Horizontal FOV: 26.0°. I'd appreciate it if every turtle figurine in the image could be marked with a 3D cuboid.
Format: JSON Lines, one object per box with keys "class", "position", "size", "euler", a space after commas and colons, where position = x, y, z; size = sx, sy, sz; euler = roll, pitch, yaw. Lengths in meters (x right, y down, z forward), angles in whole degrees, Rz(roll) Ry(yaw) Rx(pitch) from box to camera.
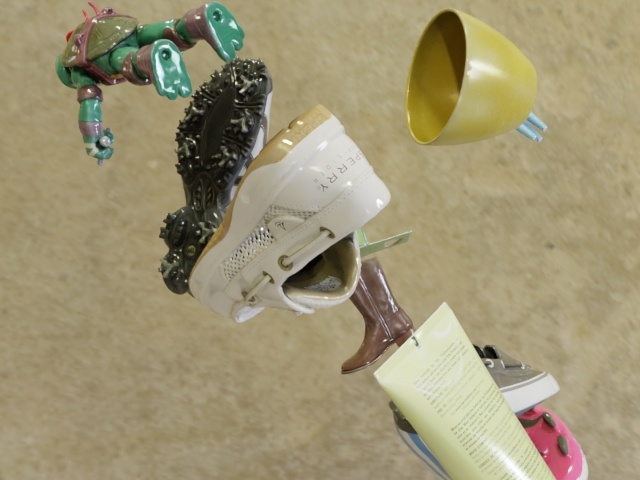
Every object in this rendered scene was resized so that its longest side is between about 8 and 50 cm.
{"class": "turtle figurine", "position": [-0.186, -0.162, 1.315], "size": [0.234, 0.118, 0.175], "euler": [-7, 47, 49]}

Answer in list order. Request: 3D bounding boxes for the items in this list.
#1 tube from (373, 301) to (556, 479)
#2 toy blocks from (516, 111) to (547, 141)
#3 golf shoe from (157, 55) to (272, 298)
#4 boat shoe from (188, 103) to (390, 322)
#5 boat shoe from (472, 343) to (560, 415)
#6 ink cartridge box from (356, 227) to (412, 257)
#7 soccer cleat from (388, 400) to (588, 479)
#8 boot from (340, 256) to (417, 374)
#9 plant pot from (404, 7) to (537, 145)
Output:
{"class": "tube", "position": [0.130, 0.166, 1.013], "size": [0.062, 0.070, 0.240], "euler": [-32, 101, 11]}
{"class": "toy blocks", "position": [0.187, -0.171, 1.575], "size": [0.148, 0.123, 0.054], "euler": [41, 97, 24]}
{"class": "golf shoe", "position": [-0.071, -0.048, 1.118], "size": [0.077, 0.094, 0.198], "euler": [16, 91, 34]}
{"class": "boat shoe", "position": [-0.020, 0.012, 0.959], "size": [0.096, 0.277, 0.098], "euler": [44, 67, 6]}
{"class": "boat shoe", "position": [0.142, 0.125, 1.208], "size": [0.080, 0.228, 0.076], "euler": [-34, 77, 25]}
{"class": "ink cartridge box", "position": [0.000, 0.000, 1.661], "size": [0.209, 0.109, 0.062], "euler": [-18, 82, -1]}
{"class": "soccer cleat", "position": [0.204, 0.243, 1.542], "size": [0.116, 0.143, 0.331], "euler": [-42, 26, -13]}
{"class": "boot", "position": [0.044, 0.086, 1.615], "size": [0.106, 0.037, 0.114], "euler": [-32, 101, -5]}
{"class": "plant pot", "position": [0.153, -0.151, 1.349], "size": [0.134, 0.095, 0.134], "euler": [-171, 90, -69]}
